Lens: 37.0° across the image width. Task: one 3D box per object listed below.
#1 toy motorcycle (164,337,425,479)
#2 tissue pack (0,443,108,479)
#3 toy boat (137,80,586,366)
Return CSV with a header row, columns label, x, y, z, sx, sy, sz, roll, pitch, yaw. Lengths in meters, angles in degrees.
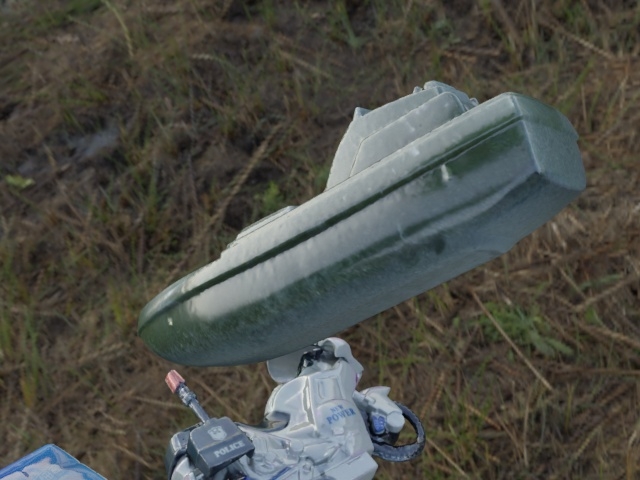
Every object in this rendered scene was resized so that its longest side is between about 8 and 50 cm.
label,x,y,z,sx,sy,sz,roll,pitch,yaw
toy motorcycle,-0.028,0.151,0.763,0.221,0.102,0.150,-19,54,-37
tissue pack,-0.333,0.348,1.009,0.209,0.137,0.270,27,33,28
toy boat,0.000,0.000,0.464,0.261,0.078,0.085,-29,68,34
